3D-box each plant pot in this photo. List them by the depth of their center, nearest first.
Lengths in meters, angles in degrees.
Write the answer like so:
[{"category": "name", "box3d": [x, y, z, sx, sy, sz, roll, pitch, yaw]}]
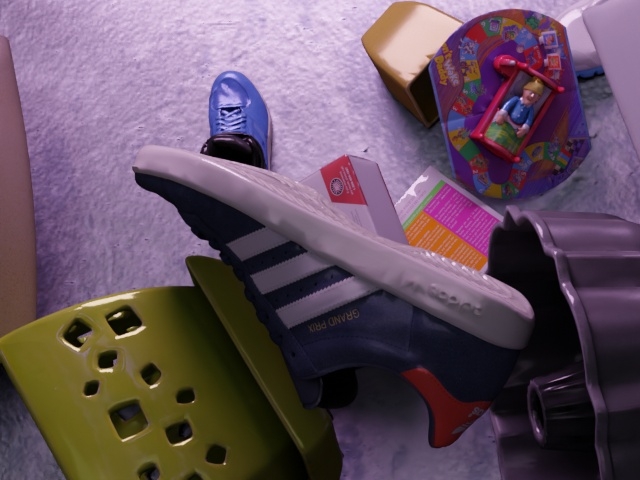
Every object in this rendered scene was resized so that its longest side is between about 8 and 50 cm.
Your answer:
[{"category": "plant pot", "box3d": [-0.111, 0.154, 1.490, 0.207, 0.228, 0.227, -30, 70, -6]}, {"category": "plant pot", "box3d": [-0.355, -0.012, 1.582, 0.257, 0.256, 0.274, -20, 87, 4]}, {"category": "plant pot", "box3d": [0.085, -0.169, 1.623, 0.083, 0.081, 0.081, 38, 83, 29]}]

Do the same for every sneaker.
[{"category": "sneaker", "box3d": [-0.016, 0.043, 1.384, 0.350, 0.131, 0.148, 28, 100, 22]}, {"category": "sneaker", "box3d": [0.281, -0.215, 1.599, 0.191, 0.083, 0.071, -29, 73, 2]}, {"category": "sneaker", "box3d": [-0.077, -0.095, 1.623, 0.058, 0.084, 0.152, -8, 73, 7]}]

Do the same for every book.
[{"category": "book", "box3d": [0.125, 0.011, 1.588, 0.144, 0.035, 0.096, 37, 80, 17]}]

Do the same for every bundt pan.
[{"category": "bundt pan", "box3d": [0.226, 0.129, 1.401, 0.124, 0.331, 0.330, -7, 73, -9]}]

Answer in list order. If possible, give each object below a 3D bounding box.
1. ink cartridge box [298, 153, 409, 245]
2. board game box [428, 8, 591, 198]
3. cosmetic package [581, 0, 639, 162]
[{"category": "ink cartridge box", "box3d": [0.000, 0.000, 1.573, 0.135, 0.056, 0.099, -29, 70, 27]}, {"category": "board game box", "box3d": [0.172, -0.119, 1.571, 0.133, 0.033, 0.168, -15, 98, -12]}, {"category": "cosmetic package", "box3d": [0.456, -0.041, 1.345, 0.327, 0.329, 0.393, -26, 71, 25]}]
